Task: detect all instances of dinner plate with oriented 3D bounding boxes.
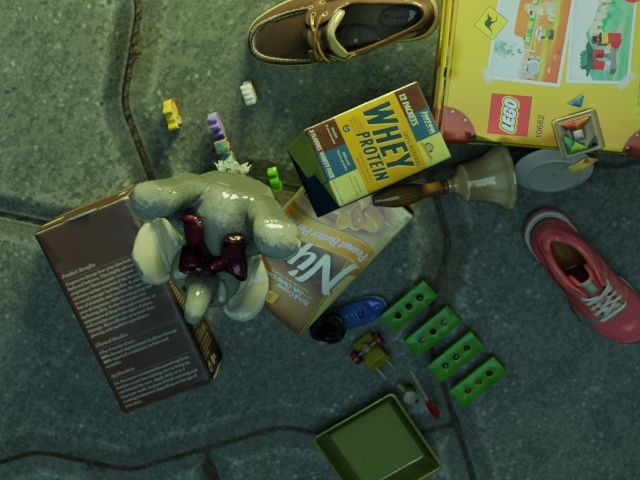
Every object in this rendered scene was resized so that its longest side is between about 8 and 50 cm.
[{"bbox_3d":[0.411,-0.118,1.827,0.141,0.017,0.141,0,149,0],"label":"dinner plate"}]

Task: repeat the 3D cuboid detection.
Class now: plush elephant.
[{"bbox_3d":[-0.185,0.020,1.736,0.271,0.330,0.256,15,108,-4],"label":"plush elephant"}]

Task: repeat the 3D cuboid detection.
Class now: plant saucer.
[{"bbox_3d":[0.112,0.406,2.018,0.188,0.045,0.188,-32,101,11],"label":"plant saucer"}]

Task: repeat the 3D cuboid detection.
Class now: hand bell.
[{"bbox_3d":[0.209,-0.094,1.810,0.241,0.126,0.126,-10,105,-7],"label":"hand bell"}]

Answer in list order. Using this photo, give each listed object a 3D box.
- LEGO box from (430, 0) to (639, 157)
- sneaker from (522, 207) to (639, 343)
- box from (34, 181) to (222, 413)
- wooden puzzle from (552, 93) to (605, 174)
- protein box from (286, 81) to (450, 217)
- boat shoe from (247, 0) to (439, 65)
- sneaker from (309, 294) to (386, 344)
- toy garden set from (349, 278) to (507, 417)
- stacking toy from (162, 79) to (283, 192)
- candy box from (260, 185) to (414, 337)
[{"bbox_3d":[0.390,-0.403,1.706,0.372,0.193,0.501,5,106,2],"label":"LEGO box"},{"bbox_3d":[0.482,0.085,1.864,0.116,0.136,0.314,-42,99,14],"label":"sneaker"},{"bbox_3d":[-0.348,0.107,1.915,0.191,0.143,0.382,-20,105,9],"label":"box"},{"bbox_3d":[0.417,-0.169,1.662,0.078,0.014,0.116,-24,103,9],"label":"wooden puzzle"},{"bbox_3d":[0.074,-0.145,1.712,0.201,0.200,0.136,-25,91,-11],"label":"protein box"},{"bbox_3d":[0.027,-0.362,1.759,0.341,0.123,0.123,-3,106,15],"label":"boat shoe"},{"bbox_3d":[0.051,0.150,1.931,0.152,0.084,0.058,-15,104,7],"label":"sneaker"},{"bbox_3d":[0.197,0.220,1.963,0.203,0.049,0.244,-41,100,9],"label":"toy garden set"},{"bbox_3d":[-0.175,-0.169,1.878,0.166,0.052,0.221,-15,106,9],"label":"stacking toy"},{"bbox_3d":[0.000,0.000,1.890,0.183,0.087,0.316,42,102,-6],"label":"candy box"}]
